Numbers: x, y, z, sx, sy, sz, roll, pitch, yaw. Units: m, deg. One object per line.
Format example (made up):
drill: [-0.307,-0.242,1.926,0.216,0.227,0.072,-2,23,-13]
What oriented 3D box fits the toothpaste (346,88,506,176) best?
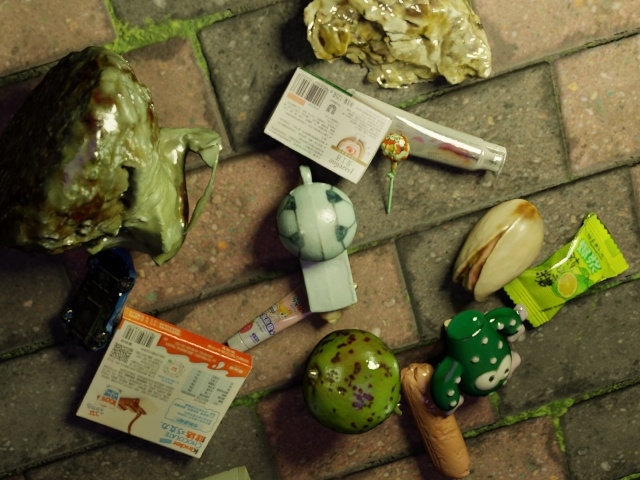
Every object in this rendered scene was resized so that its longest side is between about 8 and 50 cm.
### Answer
toothpaste: [0.188,-0.193,1.535,0.323,0.066,0.100,16,111,-7]

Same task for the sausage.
sausage: [0.243,0.385,1.723,0.086,0.086,0.289,-23,109,1]

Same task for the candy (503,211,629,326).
candy: [0.502,0.069,1.659,0.246,0.069,0.149,-36,107,5]

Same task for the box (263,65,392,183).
box: [0.015,-0.210,1.476,0.199,0.081,0.135,30,104,-1]

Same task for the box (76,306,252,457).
box: [-0.312,0.289,1.621,0.273,0.048,0.265,24,113,-15]

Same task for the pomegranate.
pomegranate: [0.079,0.282,1.615,0.263,0.211,0.211,17,107,-38]

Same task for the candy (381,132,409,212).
candy: [0.135,-0.123,1.540,0.049,0.055,0.184,-39,146,-37]

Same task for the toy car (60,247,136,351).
toy car: [-0.415,0.108,1.550,0.103,0.063,0.216,34,104,17]

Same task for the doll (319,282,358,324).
doll: [0.036,0.121,1.624,0.061,0.051,0.093,37,105,14]

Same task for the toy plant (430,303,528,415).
toy plant: [0.321,0.239,1.643,0.233,0.112,0.243,-15,125,-28]

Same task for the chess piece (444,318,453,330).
chess piece: [0.279,0.212,1.699,0.035,0.035,0.092,-10,113,-4]

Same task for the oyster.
oyster: [0.151,-0.378,1.436,0.351,0.115,0.238,25,104,-14]

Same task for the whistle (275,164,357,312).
whistle: [0.000,0.000,1.520,0.163,0.163,0.289,-13,96,-3]

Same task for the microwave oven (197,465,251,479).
microwave oven: [-0.204,0.631,1.720,0.194,0.145,0.240,-17,110,1]

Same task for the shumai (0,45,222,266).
shumai: [-0.354,-0.096,1.370,0.395,0.395,0.348,-48,128,10]

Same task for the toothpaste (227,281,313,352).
toothpaste: [-0.095,0.163,1.626,0.194,0.043,0.067,-34,72,4]

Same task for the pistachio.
pistachio: [0.347,0.017,1.585,0.144,0.144,0.215,33,99,-16]
